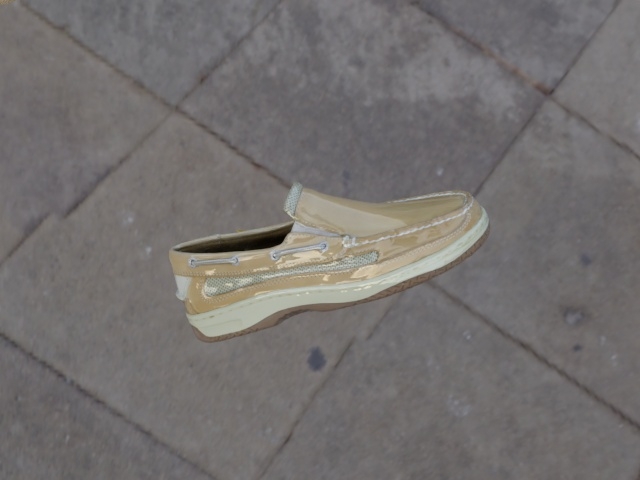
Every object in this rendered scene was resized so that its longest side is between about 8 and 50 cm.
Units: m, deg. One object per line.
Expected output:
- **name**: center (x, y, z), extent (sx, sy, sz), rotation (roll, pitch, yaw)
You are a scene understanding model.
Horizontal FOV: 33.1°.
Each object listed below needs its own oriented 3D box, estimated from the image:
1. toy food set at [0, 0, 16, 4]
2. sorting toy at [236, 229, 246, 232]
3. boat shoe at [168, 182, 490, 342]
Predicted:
- **toy food set**: center (-0.076, -0.150, 0.226), extent (0.038, 0.132, 0.192), rotation (-44, 123, -35)
- **sorting toy**: center (-0.072, 0.007, 1.225), extent (0.061, 0.102, 0.042), rotation (15, 97, 20)
- **boat shoe**: center (0.000, 0.000, 0.623), extent (0.190, 0.068, 0.072), rotation (-19, 106, 10)
